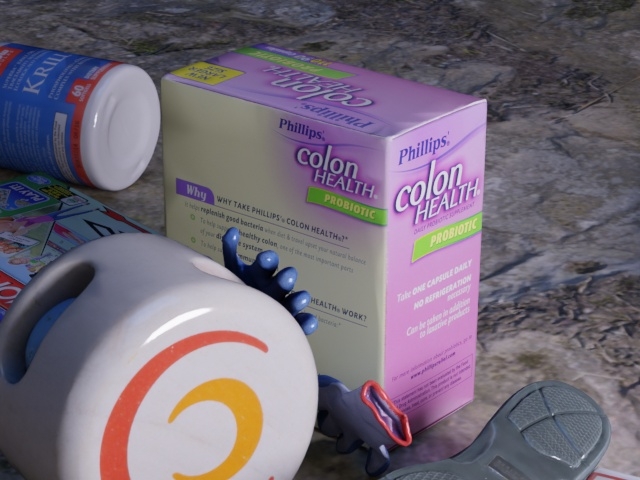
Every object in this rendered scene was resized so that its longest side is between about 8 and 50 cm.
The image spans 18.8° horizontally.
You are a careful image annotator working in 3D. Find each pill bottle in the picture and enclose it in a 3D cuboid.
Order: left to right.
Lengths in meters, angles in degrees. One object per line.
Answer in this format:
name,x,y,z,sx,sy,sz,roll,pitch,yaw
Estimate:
pill bottle,-0.277,-0.126,1.866,0.222,0.124,0.124,12,25,25

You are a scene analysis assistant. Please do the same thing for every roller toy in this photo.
roller toy,-0.111,0.097,1.254,0.209,0.191,0.146,-15,26,-31

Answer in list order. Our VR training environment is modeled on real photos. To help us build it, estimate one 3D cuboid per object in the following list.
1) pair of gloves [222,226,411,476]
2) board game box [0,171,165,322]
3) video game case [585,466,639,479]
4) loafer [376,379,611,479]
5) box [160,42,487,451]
pair of gloves,-0.008,0.076,1.304,0.023,0.198,0.159,-36,1,-19
board game box,-0.238,0.029,1.602,0.214,0.046,0.317,-17,28,-37
video game case,0.209,0.230,1.158,0.204,0.025,0.285,12,25,25
loafer,0.092,0.182,1.227,0.096,0.084,0.267,41,43,20
box,0.000,0.000,1.422,0.214,0.243,0.117,18,29,36
